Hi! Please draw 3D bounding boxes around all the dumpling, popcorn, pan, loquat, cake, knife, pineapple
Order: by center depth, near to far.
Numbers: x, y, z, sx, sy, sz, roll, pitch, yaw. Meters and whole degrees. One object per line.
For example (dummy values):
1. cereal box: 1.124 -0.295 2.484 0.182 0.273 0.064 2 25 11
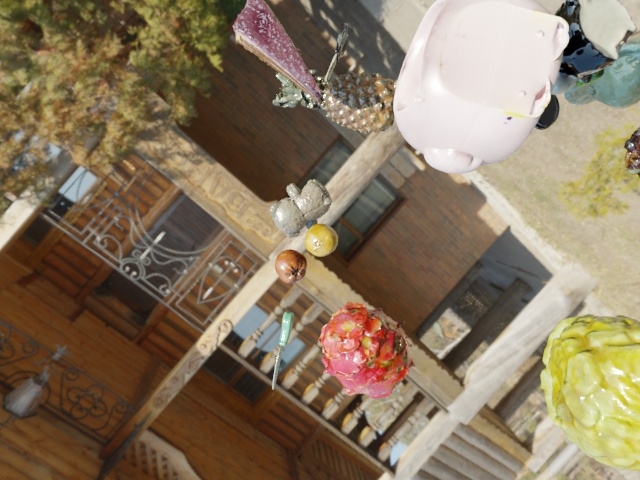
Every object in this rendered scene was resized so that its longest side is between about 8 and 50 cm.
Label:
1. popcorn: 0.548 0.276 0.790 0.246 0.282 0.282 15 178 5
2. cake: -0.099 -0.442 1.037 0.295 0.112 0.116 49 -172 -6
3. pineapple: 0.037 -0.403 1.238 0.361 0.175 0.175 7 174 10
4. knife: -0.129 0.364 1.423 0.034 0.261 0.063 11 174 5
5. pan: 0.771 -0.498 1.476 0.136 0.028 0.235 -121 20 -59
6. dumpling: 1.030 -0.562 1.490 0.212 0.270 0.321 51 171 42
7. loquat: 0.000 0.000 1.753 0.141 0.141 0.141 41 -179 -1

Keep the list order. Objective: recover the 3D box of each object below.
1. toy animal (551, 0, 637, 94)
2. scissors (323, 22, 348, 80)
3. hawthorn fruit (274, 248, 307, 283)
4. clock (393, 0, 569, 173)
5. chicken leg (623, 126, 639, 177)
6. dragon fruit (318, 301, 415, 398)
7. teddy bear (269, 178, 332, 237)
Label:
1. toy animal: 0.670 -0.504 1.161 0.212 0.212 0.267 41 167 2
2. scissors: 0.048 -0.623 1.493 0.022 0.300 0.109 15 156 11
3. hawthorn fruit: -0.121 0.095 1.727 0.133 0.133 0.138 41 180 -38
4. clock: 0.290 -0.321 0.908 0.250 0.368 0.377 16 -178 1
5. chicken leg: 0.516 -0.064 0.567 0.253 0.106 0.051 45 -171 4
6. dragon fruit: 0.117 0.267 1.016 0.268 0.210 0.205 32 171 -35
7. teddy bear: -0.079 -0.136 1.842 0.236 0.267 0.151 56 -177 -31
